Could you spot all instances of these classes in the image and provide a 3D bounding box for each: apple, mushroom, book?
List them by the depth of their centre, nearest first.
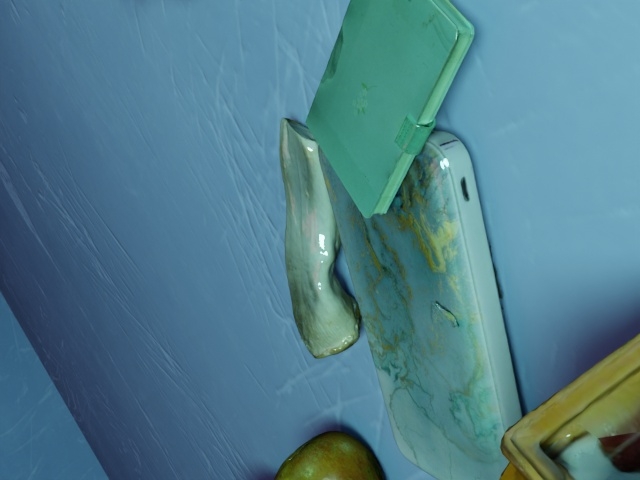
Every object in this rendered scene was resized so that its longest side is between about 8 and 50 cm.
[{"bbox_3d":[0.036,-0.091,0.458,0.103,0.017,0.135,60,142,35],"label":"book"},{"bbox_3d":[-0.002,-0.001,0.620,0.059,0.054,0.202,15,121,47],"label":"mushroom"},{"bbox_3d":[0.012,0.240,0.746,0.102,0.099,0.114,46,123,16],"label":"apple"}]

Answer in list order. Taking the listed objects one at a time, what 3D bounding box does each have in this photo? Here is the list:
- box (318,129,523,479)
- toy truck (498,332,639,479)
[{"bbox_3d":[0.076,0.058,0.545,0.142,0.044,0.285,18,129,58],"label":"box"},{"bbox_3d":[0.236,0.214,0.289,0.387,0.173,0.207,50,156,27],"label":"toy truck"}]
